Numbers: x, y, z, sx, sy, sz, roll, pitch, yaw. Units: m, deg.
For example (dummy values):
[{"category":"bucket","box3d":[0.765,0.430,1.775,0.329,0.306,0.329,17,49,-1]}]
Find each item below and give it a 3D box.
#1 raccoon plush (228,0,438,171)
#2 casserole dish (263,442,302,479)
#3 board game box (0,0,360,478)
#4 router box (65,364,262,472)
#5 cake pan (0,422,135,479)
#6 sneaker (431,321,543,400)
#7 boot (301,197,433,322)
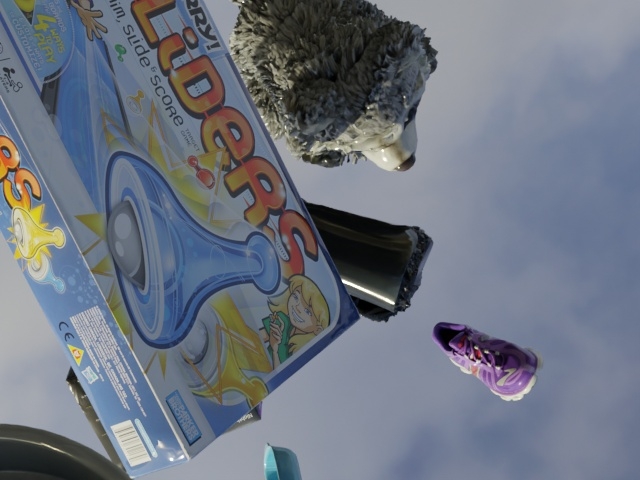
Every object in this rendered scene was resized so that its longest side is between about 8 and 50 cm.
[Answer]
[{"category":"raccoon plush","box3d":[-0.053,-0.240,1.264,0.216,0.446,0.299,-54,172,3]},{"category":"casserole dish","box3d":[-0.042,0.363,1.519,0.037,0.114,0.188,-6,-116,-13]},{"category":"board game box","box3d":[-0.070,-0.027,0.452,0.035,0.201,0.136,-23,-173,35]},{"category":"router box","box3d":[-0.171,0.168,1.249,0.178,0.133,0.046,-21,-160,6]},{"category":"cake pan","box3d":[-0.207,0.257,0.665,0.293,0.054,0.293,-3,-114,6]},{"category":"sneaker","box3d":[0.191,0.138,1.336,0.170,0.071,0.068,17,-101,55]},{"category":"boot","box3d":[0.000,0.000,1.083,0.246,0.207,0.094,-61,167,-80]}]
